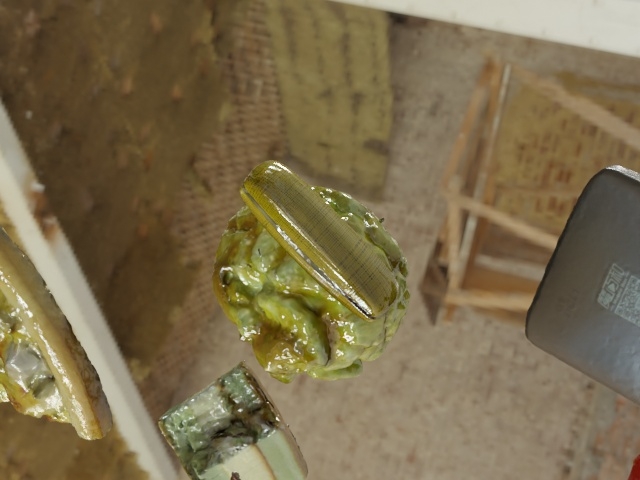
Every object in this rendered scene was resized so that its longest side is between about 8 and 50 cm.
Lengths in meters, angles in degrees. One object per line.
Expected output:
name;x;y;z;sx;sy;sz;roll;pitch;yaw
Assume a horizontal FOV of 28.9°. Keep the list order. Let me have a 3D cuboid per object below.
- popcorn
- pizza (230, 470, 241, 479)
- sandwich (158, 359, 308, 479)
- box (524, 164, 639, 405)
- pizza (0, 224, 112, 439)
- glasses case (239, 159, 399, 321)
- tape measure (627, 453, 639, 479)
popcorn;-0.018;0.053;1.670;0.247;0.282;0.282;-29;-33;-14
pizza;-0.065;0.285;1.234;0.069;0.154;0.194;-44;-20;-30
sandwich;-0.143;0.253;1.789;0.155;0.227;0.198;-31;-37;-6
box;0.445;0.075;1.679;0.073;0.289;0.290;-24;-42;-54
pizza;-0.350;0.081;1.309;0.089;0.223;0.323;-41;-69;-35
glasses case;0.000;0.000;1.487;0.064;0.234;0.079;-44;1;40
tape measure;0.426;0.351;1.391;0.253;0.260;0.114;-50;17;-21
